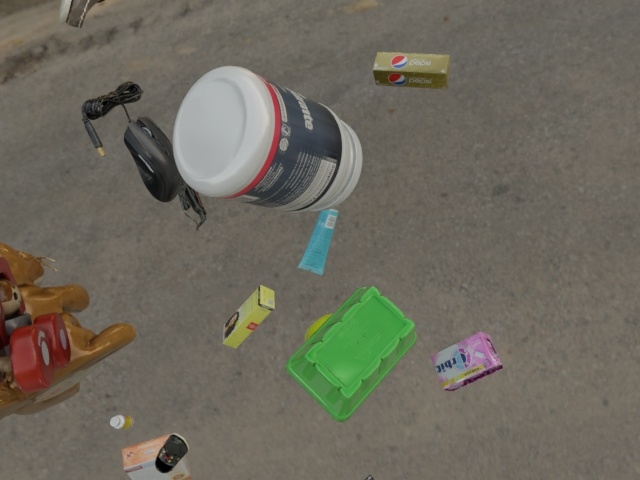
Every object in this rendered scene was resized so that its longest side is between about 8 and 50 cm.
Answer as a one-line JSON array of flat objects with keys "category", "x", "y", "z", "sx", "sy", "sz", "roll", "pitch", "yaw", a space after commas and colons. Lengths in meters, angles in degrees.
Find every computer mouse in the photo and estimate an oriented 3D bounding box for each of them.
[{"category": "computer mouse", "x": -0.369, "y": -0.188, "z": 1.151, "sx": 0.060, "sy": 0.262, "sz": 0.184, "roll": -9, "pitch": 21, "yaw": 29}]

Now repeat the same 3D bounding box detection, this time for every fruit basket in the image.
[{"category": "fruit basket", "x": 0.080, "y": 0.329, "z": 1.717, "sx": 0.283, "sy": 0.392, "sz": 0.392, "roll": 43, "pitch": 72, "yaw": 11}]

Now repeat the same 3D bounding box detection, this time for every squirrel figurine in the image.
[{"category": "squirrel figurine", "x": -0.670, "y": 0.170, "z": 1.169, "sx": 0.281, "sy": 0.397, "sz": 0.370, "roll": -42, "pitch": 79, "yaw": 31}]

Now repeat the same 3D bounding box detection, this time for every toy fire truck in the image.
[{"category": "toy fire truck", "x": -0.525, "y": 0.113, "z": 0.898, "sx": 0.169, "sy": 0.253, "sz": 0.302, "roll": -11, "pitch": 4, "yaw": -13}]

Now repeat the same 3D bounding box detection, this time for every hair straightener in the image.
[{"category": "hair straightener", "x": -0.359, "y": -0.128, "z": 1.457, "sx": 0.047, "sy": 0.089, "sz": 0.230, "roll": -33, "pitch": 71, "yaw": 34}]

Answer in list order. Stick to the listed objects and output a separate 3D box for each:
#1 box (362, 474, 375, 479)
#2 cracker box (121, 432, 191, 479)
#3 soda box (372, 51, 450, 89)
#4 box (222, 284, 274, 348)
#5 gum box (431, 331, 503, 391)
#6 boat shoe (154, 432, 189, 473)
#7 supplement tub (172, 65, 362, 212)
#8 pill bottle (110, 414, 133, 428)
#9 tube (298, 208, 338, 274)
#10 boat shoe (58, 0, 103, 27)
[{"category": "box", "x": 0.111, "y": 0.613, "z": 1.350, "sx": 0.083, "sy": 0.018, "sz": 0.067, "roll": -25, "pitch": 69, "yaw": -43}, {"category": "cracker box", "x": -0.494, "y": 0.681, "z": 1.721, "sx": 0.156, "sy": 0.232, "sz": 0.067, "roll": -14, "pitch": 51, "yaw": -11}, {"category": "soda box", "x": 0.224, "y": -0.416, "z": 1.384, "sx": 0.181, "sy": 0.061, "sz": 0.058, "roll": 8, "pitch": 69, "yaw": 18}, {"category": "box", "x": -0.239, "y": 0.253, "z": 1.858, "sx": 0.232, "sy": 0.058, "sz": 0.087, "roll": -47, "pitch": 30, "yaw": 27}, {"category": "gum box", "x": 0.430, "y": 0.353, "z": 1.650, "sx": 0.188, "sy": 0.062, "sz": 0.107, "roll": -35, "pitch": 53, "yaw": 28}, {"category": "boat shoe", "x": -0.300, "y": 0.430, "z": 1.138, "sx": 0.049, "sy": 0.133, "sz": 0.042, "roll": 36, "pitch": 42, "yaw": 5}, {"category": "supplement tub", "x": -0.075, "y": -0.146, "z": 0.900, "sx": 0.191, "sy": 0.272, "sz": 0.191, "roll": -4, "pitch": 83, "yaw": 36}, {"category": "pill bottle", "x": -0.647, "y": 0.591, "z": 1.838, "sx": 0.043, "sy": 0.083, "sz": 0.043, "roll": -4, "pitch": 70, "yaw": 12}, {"category": "tube", "x": 0.000, "y": 0.000, "z": 1.732, "sx": 0.080, "sy": 0.052, "sz": 0.207, "roll": 18, "pitch": 99, "yaw": -3}, {"category": "boat shoe", "x": -0.461, "y": -0.573, "z": 1.189, "sx": 0.117, "sy": 0.097, "sz": 0.324, "roll": -22, "pitch": 53, "yaw": 49}]
